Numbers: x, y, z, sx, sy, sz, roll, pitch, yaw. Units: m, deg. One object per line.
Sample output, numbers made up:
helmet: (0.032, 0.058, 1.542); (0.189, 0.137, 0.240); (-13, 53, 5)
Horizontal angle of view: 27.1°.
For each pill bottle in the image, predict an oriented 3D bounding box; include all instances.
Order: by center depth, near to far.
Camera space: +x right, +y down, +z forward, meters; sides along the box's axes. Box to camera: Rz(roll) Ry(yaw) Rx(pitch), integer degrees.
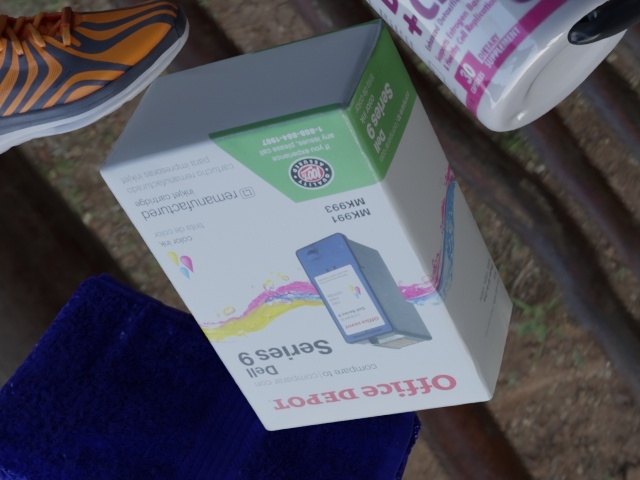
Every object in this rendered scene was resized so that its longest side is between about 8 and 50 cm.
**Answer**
pill bottle: (0.108, -0.240, 1.095); (0.283, 0.160, 0.160); (49, 121, 17)

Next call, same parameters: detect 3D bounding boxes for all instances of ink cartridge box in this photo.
ink cartridge box: (0.000, 0.000, 0.761); (0.154, 0.093, 0.212); (-11, 127, 26)

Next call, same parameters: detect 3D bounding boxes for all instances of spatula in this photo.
spatula: (0.274, -0.205, 0.908); (0.084, 0.296, 0.030); (8, 131, 59)

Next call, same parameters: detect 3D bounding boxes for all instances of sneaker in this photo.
sneaker: (-0.297, -0.191, 1.273); (0.321, 0.124, 0.180); (-24, 123, 6)

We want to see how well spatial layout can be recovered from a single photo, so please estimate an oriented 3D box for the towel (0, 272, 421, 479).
towel: (-0.091, 0.148, 1.006); (0.308, 0.227, 0.076); (20, 131, 8)
